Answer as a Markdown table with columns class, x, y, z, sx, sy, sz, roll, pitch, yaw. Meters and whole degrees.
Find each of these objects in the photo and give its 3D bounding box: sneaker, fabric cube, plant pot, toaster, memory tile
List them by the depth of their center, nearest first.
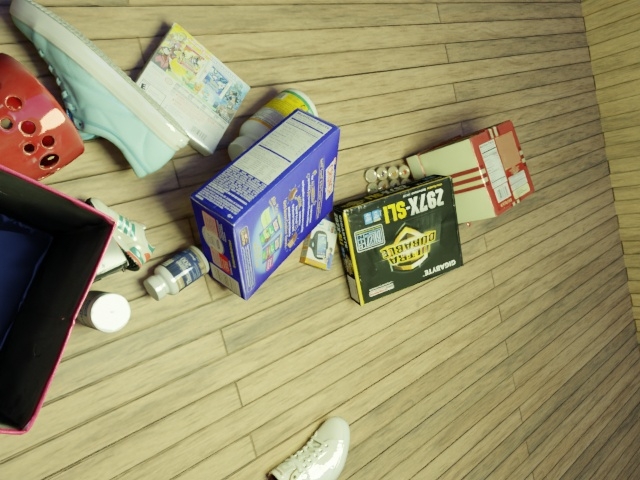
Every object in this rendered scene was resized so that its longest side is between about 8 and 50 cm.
| class | x | y | z | sx | sy | sz | roll | pitch | yaw |
| --- | --- | --- | --- | --- | --- | --- | --- | --- | --- |
| fabric cube | -0.439 | 0.047 | 0.604 | 0.254 | 0.258 | 0.259 | 30 | 67 | -37 |
| plant pot | -0.503 | -0.165 | 0.833 | 0.174 | 0.191 | 0.191 | -48 | 116 | -22 |
| toaster | -0.442 | 0.040 | 0.882 | 0.185 | 0.168 | 0.110 | -30 | 103 | -36 |
| sneaker | -0.418 | -0.259 | 0.944 | 0.366 | 0.135 | 0.150 | 43 | 93 | -12 |
| sneaker | -0.380 | -0.022 | 1.011 | 0.161 | 0.057 | 0.075 | 57 | 40 | -19 |
| sneaker | -0.036 | 0.521 | 1.210 | 0.123 | 0.105 | 0.290 | 48 | 62 | -29 |
| memory tile | 0.190 | -0.148 | 1.463 | 0.147 | 0.012 | 0.113 | -10 | 94 | -24 |

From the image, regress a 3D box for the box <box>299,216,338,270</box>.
| class | x | y | z | sx | sy | sz | roll | pitch | yaw |
| --- | --- | --- | --- | --- | --- | --- | --- | --- | --- |
| box | 0.000 | 0.000 | 1.318 | 0.081 | 0.028 | 0.136 | 20 | 77 | -35 |

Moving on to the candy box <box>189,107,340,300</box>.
| class | x | y | z | sx | sy | sz | roll | pitch | yaw |
| --- | --- | --- | --- | --- | --- | --- | --- | --- | --- |
| candy box | -0.100 | -0.075 | 1.095 | 0.317 | 0.122 | 0.268 | -46 | 157 | -29 |

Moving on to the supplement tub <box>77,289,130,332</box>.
| class | x | y | z | sx | sy | sz | roll | pitch | yaw |
| --- | --- | --- | --- | --- | --- | --- | --- | --- | --- |
| supplement tub | -0.392 | 0.126 | 0.951 | 0.070 | 0.107 | 0.071 | 3 | 86 | -38 |

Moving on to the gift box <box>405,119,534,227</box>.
| class | x | y | z | sx | sy | sz | roll | pitch | yaw |
| --- | --- | --- | --- | --- | --- | --- | --- | --- | --- |
| gift box | 0.411 | -0.160 | 1.501 | 0.255 | 0.258 | 0.277 | -21 | 97 | -37 |

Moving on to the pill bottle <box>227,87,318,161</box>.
| class | x | y | z | sx | sy | sz | roll | pitch | yaw |
| --- | --- | --- | --- | --- | --- | --- | --- | --- | --- |
| pill bottle | -0.107 | -0.240 | 1.189 | 0.208 | 0.117 | 0.118 | -48 | 116 | -30 |

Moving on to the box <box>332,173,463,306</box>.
| class | x | y | z | sx | sy | sz | roll | pitch | yaw |
| --- | --- | --- | --- | --- | --- | --- | --- | --- | --- |
| box | 0.207 | -0.007 | 1.371 | 0.321 | 0.079 | 0.257 | -18 | 107 | -19 |

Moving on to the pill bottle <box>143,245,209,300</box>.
| class | x | y | z | sx | sy | sz | roll | pitch | yaw |
| --- | --- | --- | --- | --- | --- | --- | --- | --- | --- |
| pill bottle | -0.289 | 0.067 | 1.061 | 0.120 | 0.067 | 0.067 | -38 | 110 | -33 |

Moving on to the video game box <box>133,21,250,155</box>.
| class | x | y | z | sx | sy | sz | roll | pitch | yaw |
| --- | --- | --- | --- | --- | --- | --- | --- | --- | --- |
| video game box | -0.272 | -0.312 | 1.108 | 0.205 | 0.048 | 0.187 | 37 | 69 | -30 |
